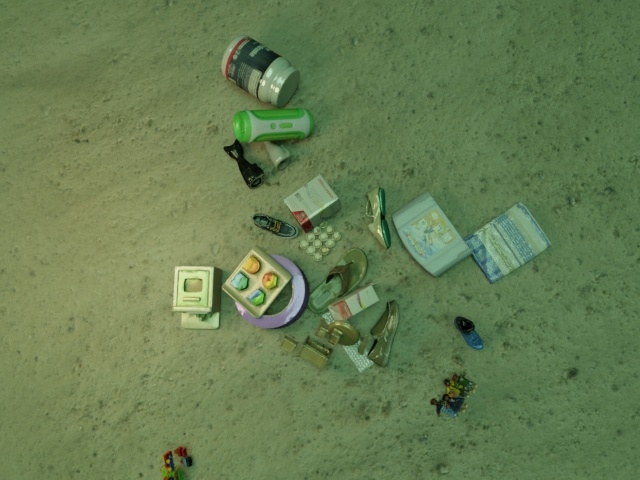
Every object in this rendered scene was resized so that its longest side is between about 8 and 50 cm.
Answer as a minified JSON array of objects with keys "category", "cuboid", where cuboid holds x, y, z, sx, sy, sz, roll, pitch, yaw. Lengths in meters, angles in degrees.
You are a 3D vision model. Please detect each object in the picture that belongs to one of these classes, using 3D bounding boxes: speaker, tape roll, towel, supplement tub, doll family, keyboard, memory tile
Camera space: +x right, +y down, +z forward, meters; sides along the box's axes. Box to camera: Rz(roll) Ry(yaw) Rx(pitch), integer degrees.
[{"category":"speaker","cuboid":[-0.178,-0.444,1.914,0.296,0.131,0.131,-11,79,-31]},{"category":"tape roll","cuboid":[-0.183,0.194,1.878,0.274,0.090,0.275,-2,78,10]},{"category":"towel","cuboid":[0.714,0.008,1.909,0.285,0.034,0.209,-33,83,-1]},{"category":"supplement tub","cuboid":[-0.239,-0.670,1.980,0.272,0.191,0.191,33,84,7]},{"category":"doll family","cuboid":[0.481,0.565,1.813,0.111,0.076,0.193,26,86,2]},{"category":"keyboard","cuboid":[0.107,0.374,1.890,0.072,0.014,0.256,-35,81,-3]},{"category":"memory tile","cuboid":[0.000,0.000,1.955,0.113,0.012,0.148,41,85,8]}]

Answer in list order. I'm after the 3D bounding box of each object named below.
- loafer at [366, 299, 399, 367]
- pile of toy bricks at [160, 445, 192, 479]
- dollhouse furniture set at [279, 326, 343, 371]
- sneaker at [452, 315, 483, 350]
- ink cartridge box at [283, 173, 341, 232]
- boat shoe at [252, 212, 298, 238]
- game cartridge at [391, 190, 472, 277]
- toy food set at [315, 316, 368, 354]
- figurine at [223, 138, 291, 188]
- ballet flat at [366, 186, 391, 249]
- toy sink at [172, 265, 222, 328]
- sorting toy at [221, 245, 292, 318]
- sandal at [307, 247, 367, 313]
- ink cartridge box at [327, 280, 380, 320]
[{"category":"loafer","cuboid":[0.232,0.341,1.849,0.087,0.094,0.251,14,82,1]},{"category":"pile of toy bricks","cuboid":[-0.544,0.855,1.815,0.105,0.118,0.212,-4,98,30]},{"category":"dollhouse furniture set","cuboid":[-0.029,0.356,1.837,0.181,0.101,0.161,29,106,6]},{"category":"sneaker","cuboid":[0.553,0.345,1.837,0.058,0.084,0.152,-35,81,-3]},{"category":"ink cartridge box","cuboid":[-0.028,-0.140,1.914,0.176,0.127,0.128,-35,73,-2]},{"category":"boat shoe","cuboid":[-0.178,-0.055,1.935,0.183,0.083,0.065,16,82,5]},{"category":"game cartridge","cuboid":[0.414,-0.018,1.906,0.198,0.062,0.297,-34,79,0]},{"category":"toy food set","cuboid":[0.084,0.341,1.836,0.192,0.132,0.038,21,42,9]},{"category":"figurine","cuboid":[-0.254,-0.351,1.988,0.214,0.092,0.209,-35,77,-4]},{"category":"ballet flat","cuboid":[0.220,-0.083,1.932,0.086,0.086,0.249,-5,79,2]},{"category":"toy sink","cuboid":[-0.467,0.218,1.883,0.152,0.131,0.234,1,82,4]},{"category":"sorting toy","cuboid":[-0.237,0.151,1.830,0.193,0.038,0.208,39,87,15]},{"category":"sandal","cuboid":[0.069,0.159,1.886,0.120,0.086,0.303,41,87,12]},{"category":"ink cartridge box","cuboid":[0.137,0.224,1.844,0.198,0.115,0.067,-28,90,-18]}]
